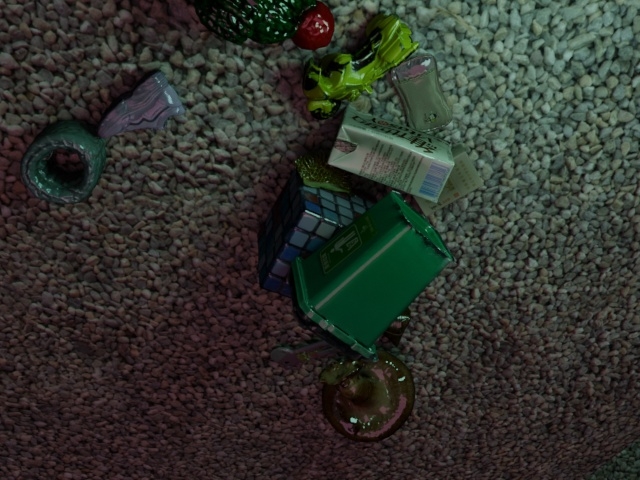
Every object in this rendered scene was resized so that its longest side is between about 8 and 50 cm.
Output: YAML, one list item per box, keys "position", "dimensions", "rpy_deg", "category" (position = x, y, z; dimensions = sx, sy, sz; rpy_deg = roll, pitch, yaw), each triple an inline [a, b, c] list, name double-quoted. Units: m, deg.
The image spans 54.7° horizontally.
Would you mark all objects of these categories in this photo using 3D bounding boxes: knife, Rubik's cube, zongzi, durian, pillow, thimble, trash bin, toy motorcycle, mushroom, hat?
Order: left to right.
- position: [-0.692, -0.219, 1.697]
  dimensions: [0.235, 0.143, 0.198]
  rpy_deg: [-28, 122, 14]
  category: "thimble"
- position: [-0.107, -0.558, 1.467]
  dimensions: [0.332, 0.242, 0.274]
  rpy_deg: [29, 114, -25]
  category: "hat"
- position: [0.000, 0.000, 1.810]
  dimensions: [0.293, 0.292, 0.287]
  rpy_deg: [23, 119, -17]
  category: "Rubik's cube"
- position: [0.010, 0.381, 2.178]
  dimensions: [0.399, 0.038, 0.132]
  rpy_deg: [-20, 130, 20]
  category: "knife"
- position: [0.025, -0.201, 1.747]
  dimensions: [0.095, 0.137, 0.221]
  rpy_deg: [-40, 145, 26]
  category: "durian"
- position: [0.081, -0.453, 1.611]
  dimensions: [0.342, 0.142, 0.206]
  rpy_deg: [-35, 161, 18]
  category: "toy motorcycle"
- position: [0.177, 0.535, 2.167]
  dimensions: [0.331, 0.356, 0.334]
  rpy_deg: [-28, 82, -17]
  category: "mushroom"
- position: [0.135, 0.095, 1.568]
  dimensions: [0.295, 0.259, 0.381]
  rpy_deg: [38, 109, -26]
  category: "trash bin"
- position: [0.205, 0.300, 2.158]
  dimensions: [0.187, 0.084, 0.184]
  rpy_deg: [11, 132, -4]
  category: "zongzi"
- position: [0.282, -0.402, 1.720]
  dimensions: [0.131, 0.038, 0.232]
  rpy_deg: [-19, 125, 11]
  category: "pillow"

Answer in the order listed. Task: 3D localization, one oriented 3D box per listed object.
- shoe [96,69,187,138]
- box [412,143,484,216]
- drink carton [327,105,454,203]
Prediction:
- position: [-0.483, -0.338, 1.665]
  dimensions: [0.245, 0.095, 0.137]
  rpy_deg: [-36, 116, 10]
  category: "shoe"
- position: [0.369, -0.179, 1.862]
  dimensions: [0.201, 0.058, 0.141]
  rpy_deg: [-31, 120, 14]
  category: "box"
- position: [0.196, -0.240, 1.694]
  dimensions: [0.325, 0.194, 0.132]
  rpy_deg: [19, 117, -4]
  category: "drink carton"
